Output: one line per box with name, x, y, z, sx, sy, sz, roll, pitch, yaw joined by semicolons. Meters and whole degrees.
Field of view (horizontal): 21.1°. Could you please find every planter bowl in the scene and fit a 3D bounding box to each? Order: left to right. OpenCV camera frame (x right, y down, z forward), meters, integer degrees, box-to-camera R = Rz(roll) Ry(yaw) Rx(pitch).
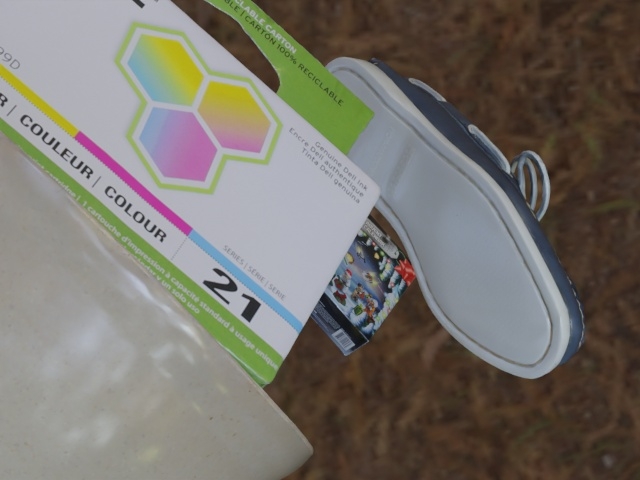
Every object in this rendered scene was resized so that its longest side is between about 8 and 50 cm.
planter bowl;-0.096;0.044;0.492;0.109;0.162;0.162;-47;58;-8

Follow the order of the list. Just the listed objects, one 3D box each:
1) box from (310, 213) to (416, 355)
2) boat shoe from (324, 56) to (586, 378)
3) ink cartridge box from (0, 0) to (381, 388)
box;0.000;0.000;1.180;0.137;0.094;0.027;48;130;-8
boat shoe;0.084;-0.018;1.013;0.254;0.079;0.095;48;125;40
ink cartridge box;-0.065;-0.063;0.777;0.189;0.255;0.097;41;138;-10
